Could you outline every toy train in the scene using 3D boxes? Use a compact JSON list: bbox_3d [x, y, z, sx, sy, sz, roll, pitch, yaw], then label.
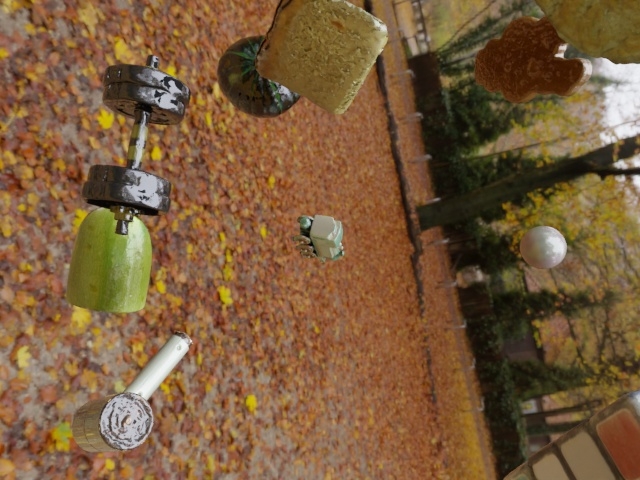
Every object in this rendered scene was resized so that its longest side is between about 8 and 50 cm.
[{"bbox_3d":[0.000,0.000,1.428,0.194,0.125,0.081,69,34,-63],"label":"toy train"}]

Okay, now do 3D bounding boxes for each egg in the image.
[{"bbox_3d":[0.532,0.017,1.299,0.135,0.103,0.103,17,62,-58],"label":"egg"}]

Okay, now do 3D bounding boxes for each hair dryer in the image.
[{"bbox_3d":[-0.431,0.352,1.338,0.128,0.203,0.362,49,48,-14],"label":"hair dryer"}]

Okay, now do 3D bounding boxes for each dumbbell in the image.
[{"bbox_3d":[-0.388,-0.204,1.148,0.185,0.185,0.389,23,74,-71],"label":"dumbbell"}]

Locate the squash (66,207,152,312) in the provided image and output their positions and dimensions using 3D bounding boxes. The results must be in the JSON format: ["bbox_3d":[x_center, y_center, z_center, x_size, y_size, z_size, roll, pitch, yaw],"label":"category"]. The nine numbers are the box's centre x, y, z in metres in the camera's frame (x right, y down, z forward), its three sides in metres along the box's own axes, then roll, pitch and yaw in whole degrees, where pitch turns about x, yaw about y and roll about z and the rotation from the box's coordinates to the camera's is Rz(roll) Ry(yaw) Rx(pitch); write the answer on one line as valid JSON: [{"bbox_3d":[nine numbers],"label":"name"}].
[{"bbox_3d":[-0.630,0.045,1.636,0.210,0.233,0.309,-145,-115,-80],"label":"squash"}]

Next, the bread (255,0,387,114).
[{"bbox_3d":[0.028,-0.457,1.149,0.248,0.315,0.279,31,57,-9],"label":"bread"}]

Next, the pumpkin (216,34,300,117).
[{"bbox_3d":[-0.210,-0.587,1.932,0.238,0.314,0.316,100,-17,-75],"label":"pumpkin"}]

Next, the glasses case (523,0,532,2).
[{"bbox_3d":[0.504,-0.636,1.292,0.205,0.047,0.071,-14,101,-70],"label":"glasses case"}]

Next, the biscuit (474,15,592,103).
[{"bbox_3d":[0.449,-0.390,1.162,0.295,0.044,0.186,22,-67,59],"label":"biscuit"}]

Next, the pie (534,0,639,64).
[{"bbox_3d":[0.445,-0.380,0.753,0.105,0.274,0.257,-6,128,-54],"label":"pie"}]

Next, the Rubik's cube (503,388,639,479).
[{"bbox_3d":[0.385,0.280,0.518,0.253,0.256,0.259,107,-32,-53],"label":"Rubik's cube"}]
